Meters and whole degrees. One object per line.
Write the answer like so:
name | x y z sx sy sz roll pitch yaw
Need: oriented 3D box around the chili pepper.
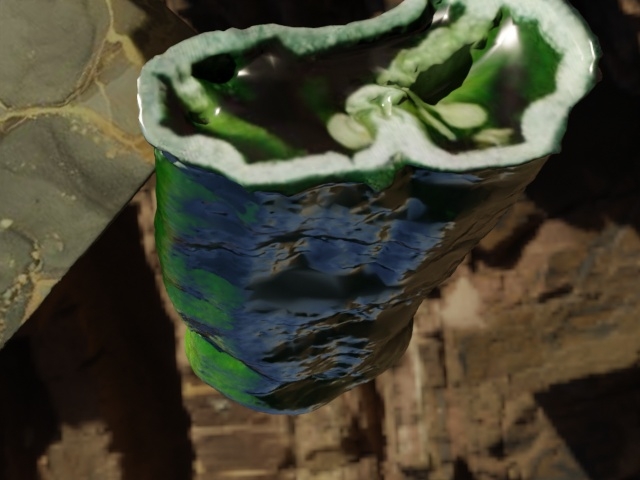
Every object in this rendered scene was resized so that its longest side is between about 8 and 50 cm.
chili pepper | 0.000 0.000 0.496 0.099 0.136 0.270 58 163 12

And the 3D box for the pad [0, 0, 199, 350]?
pad | -0.241 -0.106 0.517 0.367 0.007 0.247 41 -112 -11
